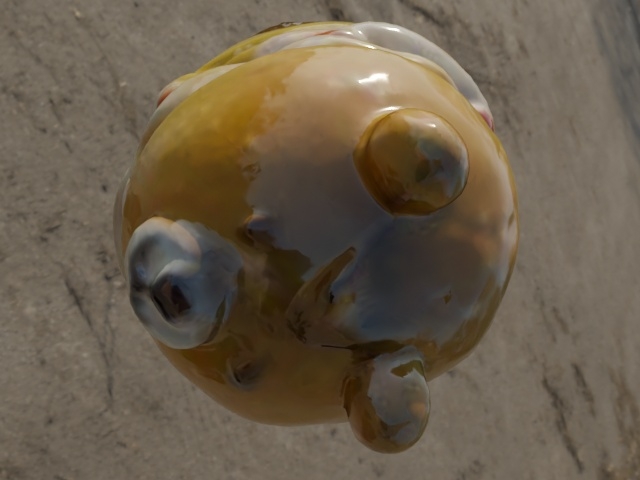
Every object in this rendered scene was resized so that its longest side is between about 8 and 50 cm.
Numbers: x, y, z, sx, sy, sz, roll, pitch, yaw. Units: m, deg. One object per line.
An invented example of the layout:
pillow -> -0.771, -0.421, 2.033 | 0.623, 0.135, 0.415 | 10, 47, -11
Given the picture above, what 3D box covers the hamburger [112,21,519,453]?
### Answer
hamburger -> 0.000, 0.000, 0.590 | 0.276, 0.276, 0.237 | 57, 5, -22
